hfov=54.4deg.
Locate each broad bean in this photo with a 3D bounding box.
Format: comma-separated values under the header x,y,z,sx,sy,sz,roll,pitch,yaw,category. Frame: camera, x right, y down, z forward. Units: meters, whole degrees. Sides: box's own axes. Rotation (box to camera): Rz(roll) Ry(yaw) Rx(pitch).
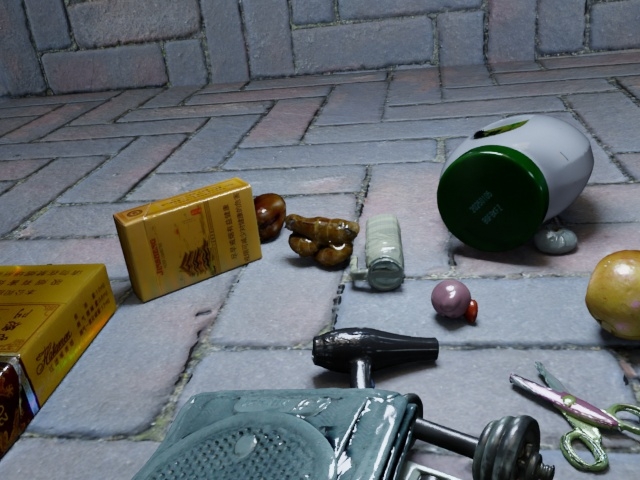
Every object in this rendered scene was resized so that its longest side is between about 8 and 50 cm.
x,y,z,sx,sy,sz,roll,pitch,yaw,category
-0.132,-0.063,1.461,0.114,0.084,0.165,-18,22,-11,broad bean

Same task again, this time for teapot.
x,y,z,sx,sy,sz,roll,pitch,yaw,category
0.111,0.022,1.239,0.107,0.077,0.200,-8,26,8,teapot

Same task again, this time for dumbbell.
x,y,z,sx,sy,sz,roll,pitch,yaw,category
0.152,0.241,0.754,0.255,0.110,0.110,9,30,35,dumbbell

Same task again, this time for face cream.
x,y,z,sx,sy,sz,roll,pitch,yaw,category
0.405,-0.138,1.317,0.313,0.219,0.357,-9,19,35,face cream

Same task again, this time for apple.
x,y,z,sx,sy,sz,roll,pitch,yaw,category
0.478,0.081,0.959,0.147,0.146,0.146,-5,26,3,apple

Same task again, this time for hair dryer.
x,y,z,sx,sy,sz,roll,pitch,yaw,category
0.090,0.213,0.897,0.196,0.075,0.219,1,36,-6,hair dryer

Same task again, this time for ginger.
x,y,z,sx,sy,sz,roll,pitch,yaw,category
0.000,0.000,1.290,0.162,0.103,0.073,10,7,18,ginger

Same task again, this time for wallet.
x,y,z,sx,sy,sz,roll,pitch,yaw,category
-0.078,0.259,0.724,0.342,0.075,0.237,-8,25,29,wallet

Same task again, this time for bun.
x,y,z,sx,sy,sz,roll,pitch,yaw,category
0.471,-0.005,1.246,0.084,0.045,0.083,-4,31,2,bun

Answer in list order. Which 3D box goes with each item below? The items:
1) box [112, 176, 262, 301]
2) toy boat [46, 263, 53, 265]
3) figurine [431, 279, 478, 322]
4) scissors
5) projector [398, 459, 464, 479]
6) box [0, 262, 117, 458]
x,y,z,sx,sy,sz,roll,pitch,yaw,category
-0.263,-0.007,1.272,0.274,0.174,0.076,-21,29,-27,box
-0.551,0.094,1.275,0.066,0.059,0.140,-49,39,-14,toy boat
0.224,0.100,1.066,0.071,0.066,0.083,10,7,-13,figurine
0.338,0.224,0.837,0.134,0.019,0.187,-21,30,-18,scissors
0.078,0.304,0.689,0.147,0.061,0.115,9,31,28,projector
-0.547,0.182,1.020,0.265,0.115,0.415,0,26,10,box
